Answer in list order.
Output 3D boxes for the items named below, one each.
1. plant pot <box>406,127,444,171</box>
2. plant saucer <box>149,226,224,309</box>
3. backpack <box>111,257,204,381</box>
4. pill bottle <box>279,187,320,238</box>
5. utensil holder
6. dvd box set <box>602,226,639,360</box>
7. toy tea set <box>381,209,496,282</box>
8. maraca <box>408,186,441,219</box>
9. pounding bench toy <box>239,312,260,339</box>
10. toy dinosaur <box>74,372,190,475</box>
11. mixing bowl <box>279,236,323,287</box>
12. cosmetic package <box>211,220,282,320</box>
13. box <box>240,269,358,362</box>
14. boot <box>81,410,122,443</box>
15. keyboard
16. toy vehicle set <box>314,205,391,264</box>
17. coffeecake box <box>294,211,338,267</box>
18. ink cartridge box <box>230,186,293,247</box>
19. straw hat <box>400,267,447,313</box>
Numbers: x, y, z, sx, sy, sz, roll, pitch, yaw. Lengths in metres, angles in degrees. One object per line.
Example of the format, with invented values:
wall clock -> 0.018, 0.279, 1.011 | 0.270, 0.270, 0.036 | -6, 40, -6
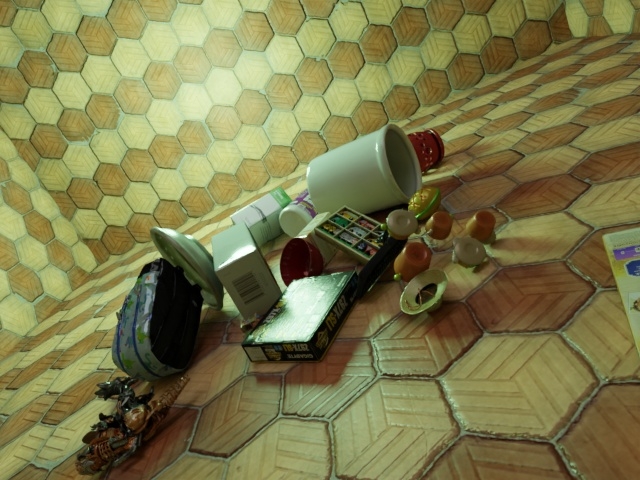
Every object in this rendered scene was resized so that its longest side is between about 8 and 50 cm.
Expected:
plant pot -> 0.467, -0.415, 2.096 | 0.174, 0.191, 0.191 | -23, 19, -9
plant saucer -> -0.484, 0.089, 1.731 | 0.100, 0.400, 0.400 | -42, 24, -26
backpack -> -0.536, 0.290, 1.509 | 0.273, 0.290, 0.355 | -27, 45, 3
pill bottle -> -0.046, -0.146, 2.102 | 0.169, 0.169, 0.301 | -10, 26, 39
utensil holder -> 0.180, -0.269, 1.897 | 0.385, 0.328, 0.327 | -15, 23, 34
dvd box set -> 0.691, 0.080, 0.772 | 0.307, 0.062, 0.420 | -15, 23, 29
toy tea set -> 0.340, 0.016, 1.273 | 0.336, 0.124, 0.200 | -3, 59, -5
maraca -> 0.362, -0.119, 1.636 | 0.186, 0.099, 0.127 | -48, 11, 20
pounding bench toy -> -0.216, 0.280, 1.442 | 0.065, 0.052, 0.083 | -26, 20, 2
toy dinosaur -> -0.502, 0.487, 1.228 | 0.322, 0.164, 0.218 | -17, 29, -28
mixing bowl -> -0.054, 0.083, 1.596 | 0.098, 0.181, 0.181 | 9, -7, -40
cosmetic package -> -0.286, 0.100, 1.718 | 0.161, 0.230, 0.453 | -29, 21, -6
box -> -0.045, 0.221, 1.337 | 0.257, 0.079, 0.322 | -14, 24, 36
boot -> -0.634, 0.549, 1.339 | 0.118, 0.042, 0.087 | -22, 14, 10
keyboard -> 0.203, 0.028, 1.364 | 0.033, 0.201, 0.317 | 24, 47, 24
toy vehicle set -> 0.128, -0.021, 1.600 | 0.267, 0.035, 0.166 | 31, 56, 35
coffeecake box -> 0.000, 0.000, 1.722 | 0.068, 0.142, 0.185 | -13, 24, 39
ink cartridge box -> -0.269, -0.097, 2.180 | 0.289, 0.211, 0.121 | -33, 64, -16
straw hat -> 0.275, 0.144, 1.142 | 0.144, 0.061, 0.144 | -37, 23, 19
